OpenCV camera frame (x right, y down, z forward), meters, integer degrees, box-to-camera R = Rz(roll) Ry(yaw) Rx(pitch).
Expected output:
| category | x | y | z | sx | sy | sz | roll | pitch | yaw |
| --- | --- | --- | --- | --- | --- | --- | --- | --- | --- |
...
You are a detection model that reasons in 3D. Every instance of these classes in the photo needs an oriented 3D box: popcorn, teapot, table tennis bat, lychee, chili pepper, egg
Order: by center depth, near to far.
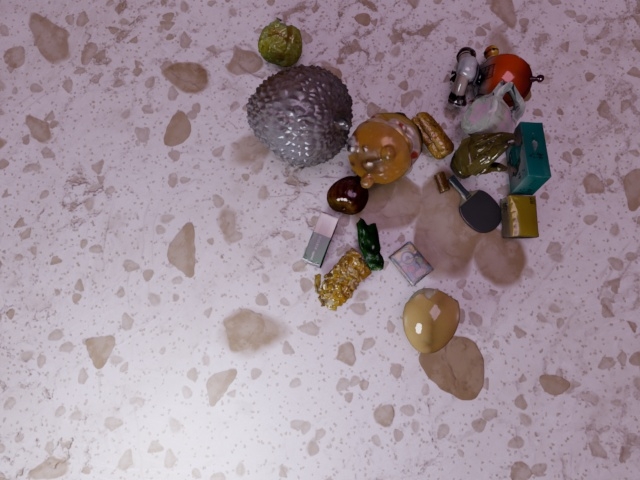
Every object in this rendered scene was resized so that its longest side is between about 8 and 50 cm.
| category | x | y | z | sx | sy | sz | roll | pitch | yaw |
| --- | --- | --- | --- | --- | --- | --- | --- | --- | --- |
| egg | 0.398 | 0.291 | 1.512 | 0.201 | 0.201 | 0.244 | 11 | 89 | 2 |
| lychee | -0.073 | -0.466 | 1.550 | 0.432 | 0.380 | 0.380 | 20 | 81 | 28 |
| teapot | 0.666 | -0.476 | 1.598 | 0.178 | 0.163 | 0.221 | 25 | 88 | -28 |
| chili pepper | 0.192 | 0.009 | 1.605 | 0.098 | 0.061 | 0.224 | 3 | 64 | -25 |
| table tennis bat | 0.614 | -0.153 | 1.675 | 0.154 | 0.021 | 0.274 | -40 | 85 | -7 |
| popcorn | -0.169 | -0.821 | 1.716 | 0.198 | 0.198 | 0.212 | -11 | 47 | -1 |

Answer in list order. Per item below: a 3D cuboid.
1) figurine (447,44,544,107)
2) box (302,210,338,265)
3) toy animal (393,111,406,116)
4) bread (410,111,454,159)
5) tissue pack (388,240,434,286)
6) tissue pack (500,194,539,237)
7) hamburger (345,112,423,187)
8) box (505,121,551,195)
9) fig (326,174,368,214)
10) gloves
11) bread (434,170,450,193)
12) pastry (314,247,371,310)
| category | x | y | z | sx | sy | sz | roll | pitch | yaw |
| --- | --- | --- | --- | --- | --- | --- | --- | --- | --- |
| figurine | 0.695 | -0.641 | 1.664 | 0.323 | 0.196 | 0.320 | 10 | 86 | 2 |
| box | 0.000 | 0.000 | 1.595 | 0.081 | 0.135 | 0.199 | 19 | 82 | 3 |
| toy animal | 0.293 | -0.475 | 1.697 | 0.137 | 0.098 | 0.098 | 2 | 80 | 23 |
| bread | 0.449 | -0.424 | 1.672 | 0.083 | 0.114 | 0.211 | -42 | 80 | 35 |
| tissue pack | 0.351 | 0.090 | 1.615 | 0.108 | 0.060 | 0.148 | -37 | 82 | -4 |
| tissue pack | 0.782 | -0.092 | 1.630 | 0.120 | 0.082 | 0.169 | 1 | 81 | -6 |
| hamburger | 0.222 | -0.327 | 1.553 | 0.276 | 0.276 | 0.237 | 37 | 49 | 6 |
| box | 0.799 | -0.317 | 1.611 | 0.092 | 0.153 | 0.245 | 4 | 68 | 0 |
| fig | 0.125 | -0.187 | 1.615 | 0.202 | 0.148 | 0.149 | -46 | 64 | 2 |
| gloves | 0.588 | -0.314 | 1.545 | 0.141 | 0.331 | 0.154 | 7 | 87 | -6 |
| bread | 0.492 | -0.236 | 1.680 | 0.047 | 0.036 | 0.083 | -18 | 84 | -4 |
| pastry | 0.074 | 0.151 | 1.583 | 0.154 | 0.102 | 0.250 | 45 | 81 | -5 |
